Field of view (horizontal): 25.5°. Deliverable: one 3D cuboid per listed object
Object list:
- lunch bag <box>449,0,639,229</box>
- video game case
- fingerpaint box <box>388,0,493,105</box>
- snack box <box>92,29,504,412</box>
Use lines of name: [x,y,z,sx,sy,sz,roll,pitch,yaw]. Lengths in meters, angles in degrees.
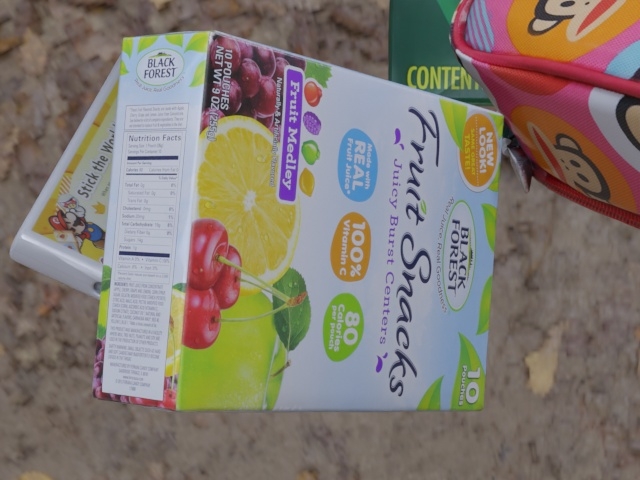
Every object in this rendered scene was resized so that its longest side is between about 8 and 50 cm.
lunch bag: [0.194,-0.133,0.565,0.293,0.120,0.258,-48,38,-13]
video game case: [-0.072,-0.018,0.937,0.206,0.026,0.227,26,38,-8]
fingerpaint box: [0.270,-0.255,0.794,0.445,0.163,0.371,3,96,16]
snack box: [0.000,0.000,0.422,0.037,0.141,0.100,3,87,40]
